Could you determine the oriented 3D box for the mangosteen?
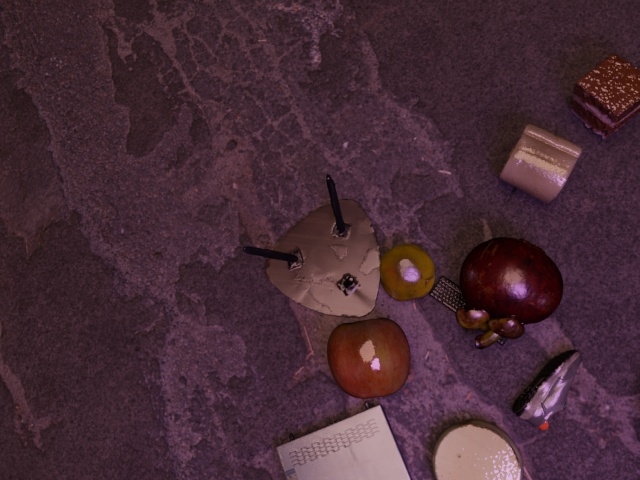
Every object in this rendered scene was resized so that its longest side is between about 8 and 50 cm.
[{"bbox_3d":[0.397,0.119,1.127,0.215,0.215,0.257,31,89,19],"label":"mangosteen"}]

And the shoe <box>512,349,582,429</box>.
[{"bbox_3d":[0.508,0.325,1.118,0.077,0.074,0.194,42,89,9],"label":"shoe"}]

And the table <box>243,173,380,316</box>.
[{"bbox_3d":[0.000,0.000,1.230,0.317,0.249,0.317,-4,74,12],"label":"table"}]

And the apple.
[{"bbox_3d":[0.109,0.265,1.161,0.188,0.188,0.174,-12,78,9],"label":"apple"}]

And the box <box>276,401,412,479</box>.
[{"bbox_3d":[0.052,0.509,1.178,0.270,0.045,0.211,-26,70,5],"label":"box"}]

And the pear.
[{"bbox_3d":[0.206,0.074,1.241,0.141,0.104,0.141,-5,71,15],"label":"pear"}]

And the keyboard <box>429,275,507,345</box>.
[{"bbox_3d":[0.360,0.164,1.224,0.204,0.013,0.061,35,85,20],"label":"keyboard"}]

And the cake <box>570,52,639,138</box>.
[{"bbox_3d":[0.685,-0.336,1.224,0.134,0.147,0.135,-37,69,-1],"label":"cake"}]

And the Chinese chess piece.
[{"bbox_3d":[0.335,0.482,1.105,0.188,0.083,0.188,-3,76,14],"label":"Chinese chess piece"}]

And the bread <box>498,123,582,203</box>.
[{"bbox_3d":[0.519,-0.182,1.225,0.141,0.134,0.148,31,95,15],"label":"bread"}]
